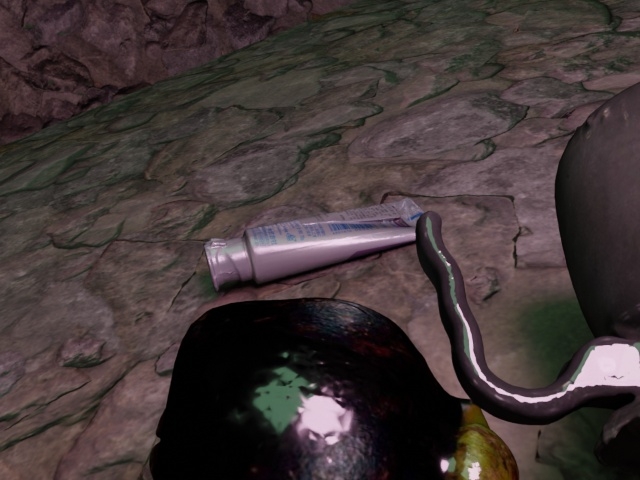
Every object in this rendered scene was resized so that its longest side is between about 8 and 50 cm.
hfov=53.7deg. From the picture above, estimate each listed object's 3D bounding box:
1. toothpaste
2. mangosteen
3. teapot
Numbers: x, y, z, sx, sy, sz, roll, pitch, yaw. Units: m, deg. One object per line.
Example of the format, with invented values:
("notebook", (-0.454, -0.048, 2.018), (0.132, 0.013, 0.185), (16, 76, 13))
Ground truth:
("toothpaste", (0.000, 0.000, 0.830), (0.299, 0.073, 0.114), (-13, 27, -10))
("mangosteen", (0.008, 0.147, 0.417), (0.243, 0.243, 0.243), (-12, 29, 7))
("teapot", (0.236, 0.037, 0.395), (0.305, 0.223, 0.285), (20, 58, -17))
